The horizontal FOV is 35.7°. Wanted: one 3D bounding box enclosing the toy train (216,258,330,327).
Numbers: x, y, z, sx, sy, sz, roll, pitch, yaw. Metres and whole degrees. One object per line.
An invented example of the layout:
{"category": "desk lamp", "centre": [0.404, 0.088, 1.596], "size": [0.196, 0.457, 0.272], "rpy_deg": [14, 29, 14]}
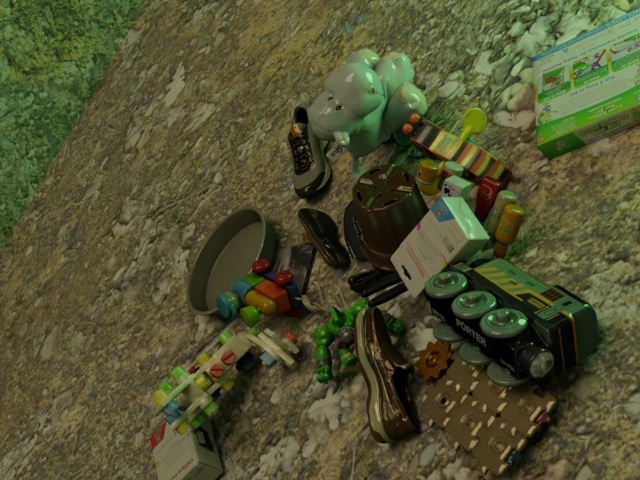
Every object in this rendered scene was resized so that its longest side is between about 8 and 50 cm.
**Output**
{"category": "toy train", "centre": [-0.106, 0.139, 2.118], "size": [0.143, 0.105, 0.248], "rpy_deg": [-30, 33, -26]}

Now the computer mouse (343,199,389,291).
{"category": "computer mouse", "centre": [0.121, -0.029, 2.124], "size": [0.184, 0.060, 0.262], "rpy_deg": [-27, 44, 31]}

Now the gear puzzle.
{"category": "gear puzzle", "centre": [0.266, 0.276, 1.741], "size": [0.175, 0.044, 0.339], "rpy_deg": [-53, 35, -1]}

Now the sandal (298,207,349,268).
{"category": "sandal", "centre": [0.000, 0.000, 2.226], "size": [0.060, 0.090, 0.219], "rpy_deg": [-59, 39, 27]}

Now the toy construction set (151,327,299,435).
{"category": "toy construction set", "centre": [-0.206, 0.275, 2.093], "size": [0.328, 0.151, 0.215], "rpy_deg": [-29, -8, -15]}

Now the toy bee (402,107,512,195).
{"category": "toy bee", "centre": [0.243, -0.183, 2.043], "size": [0.298, 0.162, 0.195], "rpy_deg": [1, 62, 46]}

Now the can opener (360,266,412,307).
{"category": "can opener", "centre": [0.161, 0.078, 1.936], "size": [0.186, 0.073, 0.059], "rpy_deg": [-21, 51, -16]}

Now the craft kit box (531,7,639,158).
{"category": "craft kit box", "centre": [0.535, -0.306, 1.928], "size": [0.250, 0.061, 0.246], "rpy_deg": [-21, 44, 34]}

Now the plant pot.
{"category": "plant pot", "centre": [0.144, -0.054, 1.982], "size": [0.167, 0.165, 0.167], "rpy_deg": [-12, 45, 12]}

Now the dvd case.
{"category": "dvd case", "centre": [-0.110, 0.091, 2.300], "size": [0.221, 0.018, 0.164], "rpy_deg": [-13, 51, 40]}

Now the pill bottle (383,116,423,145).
{"category": "pill bottle", "centre": [0.126, -0.292, 2.275], "size": [0.219, 0.123, 0.123], "rpy_deg": [29, 82, 44]}

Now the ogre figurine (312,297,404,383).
{"category": "ogre figurine", "centre": [0.062, 0.188, 1.979], "size": [0.197, 0.097, 0.118], "rpy_deg": [-48, 47, 23]}

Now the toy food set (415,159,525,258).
{"category": "toy food set", "centre": [0.285, -0.066, 1.910], "size": [0.232, 0.111, 0.104], "rpy_deg": [28, 120, 23]}

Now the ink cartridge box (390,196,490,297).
{"category": "ink cartridge box", "centre": [0.220, 0.015, 1.860], "size": [0.181, 0.061, 0.104], "rpy_deg": [-52, 55, 37]}

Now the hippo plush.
{"category": "hippo plush", "centre": [0.050, -0.290, 2.099], "size": [0.294, 0.236, 0.234], "rpy_deg": [-49, 64, 21]}

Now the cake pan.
{"category": "cake pan", "centre": [-0.211, 0.057, 2.378], "size": [0.293, 0.054, 0.293], "rpy_deg": [-35, 37, 32]}

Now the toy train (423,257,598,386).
{"category": "toy train", "centre": [0.318, 0.128, 1.710], "size": [0.190, 0.142, 0.334], "rpy_deg": [-22, 27, -18]}

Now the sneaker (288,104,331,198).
{"category": "sneaker", "centre": [-0.038, -0.213, 2.406], "size": [0.100, 0.108, 0.271], "rpy_deg": [-24, 46, 29]}

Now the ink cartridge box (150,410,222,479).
{"category": "ink cartridge box", "centre": [-0.289, 0.459, 2.129], "size": [0.127, 0.072, 0.175], "rpy_deg": [-46, 37, 17]}

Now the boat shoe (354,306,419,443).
{"category": "boat shoe", "centre": [0.133, 0.241, 1.844], "size": [0.095, 0.095, 0.257], "rpy_deg": [-19, 70, 26]}
